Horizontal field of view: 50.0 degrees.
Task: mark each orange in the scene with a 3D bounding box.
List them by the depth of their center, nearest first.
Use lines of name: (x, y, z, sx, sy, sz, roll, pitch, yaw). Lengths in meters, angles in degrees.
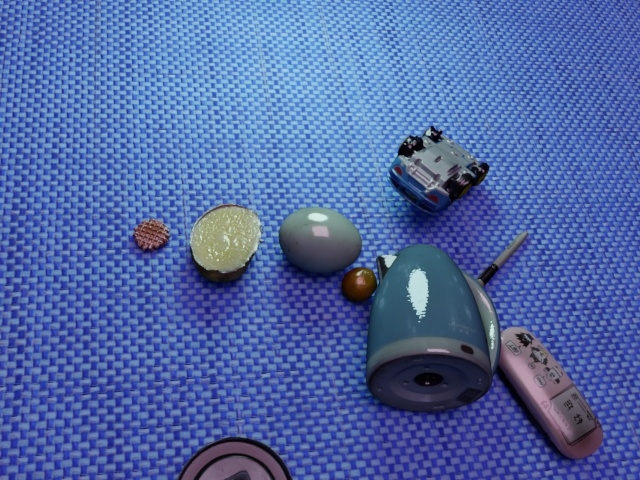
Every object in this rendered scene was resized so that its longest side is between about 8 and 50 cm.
orange: (0.089, 0.099, 1.557, 0.085, 0.085, 0.085, 6, 58, -10)

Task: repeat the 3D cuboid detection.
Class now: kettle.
kettle: (0.254, 0.171, 1.477, 0.319, 0.247, 0.342, 23, 46, -20)

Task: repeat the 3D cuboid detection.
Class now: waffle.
waffle: (-0.382, -0.013, 1.545, 0.083, 0.029, 0.075, -29, 69, -24)

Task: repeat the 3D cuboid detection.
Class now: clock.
clock: (-0.159, 0.478, 1.264, 0.226, 0.049, 0.226, 4, 69, -9)

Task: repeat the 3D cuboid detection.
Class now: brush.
brush: (0.437, 0.061, 1.691, 0.042, 0.039, 0.299, 45, 57, 11)

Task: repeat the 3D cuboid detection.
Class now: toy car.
toy car: (0.289, -0.167, 1.724, 0.198, 0.166, 0.314, 41, 30, 10)

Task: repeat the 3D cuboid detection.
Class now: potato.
potato: (-0.208, 0.013, 1.541, 0.164, 0.081, 0.200, 11, 54, 3)

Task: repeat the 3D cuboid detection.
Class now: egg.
egg: (0.000, 0.000, 1.553, 0.192, 0.149, 0.149, 17, 57, -9)

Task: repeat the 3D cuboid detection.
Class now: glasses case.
glasses case: (0.493, 0.330, 1.509, 0.122, 0.075, 0.314, -24, 67, -21)
